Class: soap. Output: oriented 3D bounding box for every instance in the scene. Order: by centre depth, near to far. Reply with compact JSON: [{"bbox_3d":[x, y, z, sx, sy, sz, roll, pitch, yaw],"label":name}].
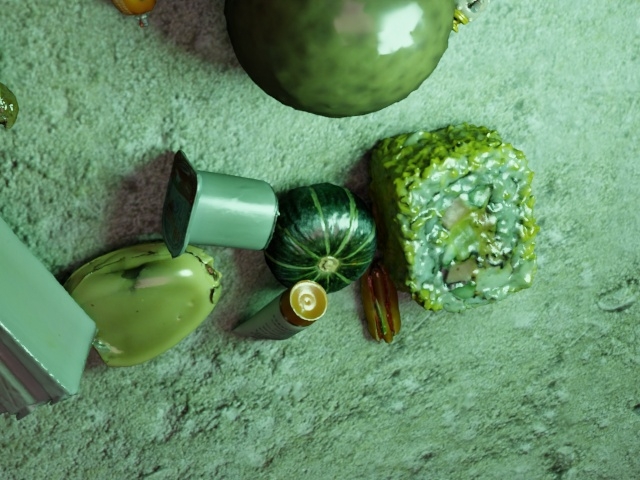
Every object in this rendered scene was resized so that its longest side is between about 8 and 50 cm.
[{"bbox_3d":[-0.670,0.122,1.291,0.350,0.213,0.435,-20,121,20],"label":"soap"}]

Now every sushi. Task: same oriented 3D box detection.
[{"bbox_3d":[0.300,-0.047,1.552,0.351,0.240,0.396,-16,115,-12],"label":"sushi"}]

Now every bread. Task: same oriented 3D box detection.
[{"bbox_3d":[-0.597,-0.248,1.272,0.113,0.060,0.082,12,113,-21],"label":"bread"}]

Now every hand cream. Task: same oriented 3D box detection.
[{"bbox_3d":[-0.078,0.175,1.549,0.140,0.089,0.314,11,153,-24],"label":"hand cream"}]

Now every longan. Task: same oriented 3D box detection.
[{"bbox_3d":[0.031,-0.403,1.229,0.391,0.391,0.391,-7,117,-15],"label":"longan"}]

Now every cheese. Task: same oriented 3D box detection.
[{"bbox_3d":[-0.357,0.118,1.494,0.316,0.128,0.259,-26,124,5],"label":"cheese"}]

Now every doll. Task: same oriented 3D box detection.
[{"bbox_3d":[0.305,-0.480,1.439,0.073,0.084,0.127,35,106,-23],"label":"doll"}]

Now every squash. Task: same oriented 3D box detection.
[{"bbox_3d":[0.000,0.000,1.524,0.252,0.165,0.252,-10,132,-11],"label":"squash"}]

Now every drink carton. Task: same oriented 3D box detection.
[{"bbox_3d":[-0.206,-0.060,1.436,0.190,0.185,0.191,5,112,-32],"label":"drink carton"}]

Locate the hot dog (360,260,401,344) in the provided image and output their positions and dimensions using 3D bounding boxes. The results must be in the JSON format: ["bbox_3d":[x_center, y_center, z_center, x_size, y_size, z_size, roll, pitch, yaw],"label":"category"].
[{"bbox_3d":[0.147,0.154,1.707,0.092,0.062,0.235,-21,120,-11],"label":"hot dog"}]

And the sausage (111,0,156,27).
[{"bbox_3d":[-0.349,-0.515,1.207,0.093,0.093,0.312,-21,119,-8],"label":"sausage"}]
